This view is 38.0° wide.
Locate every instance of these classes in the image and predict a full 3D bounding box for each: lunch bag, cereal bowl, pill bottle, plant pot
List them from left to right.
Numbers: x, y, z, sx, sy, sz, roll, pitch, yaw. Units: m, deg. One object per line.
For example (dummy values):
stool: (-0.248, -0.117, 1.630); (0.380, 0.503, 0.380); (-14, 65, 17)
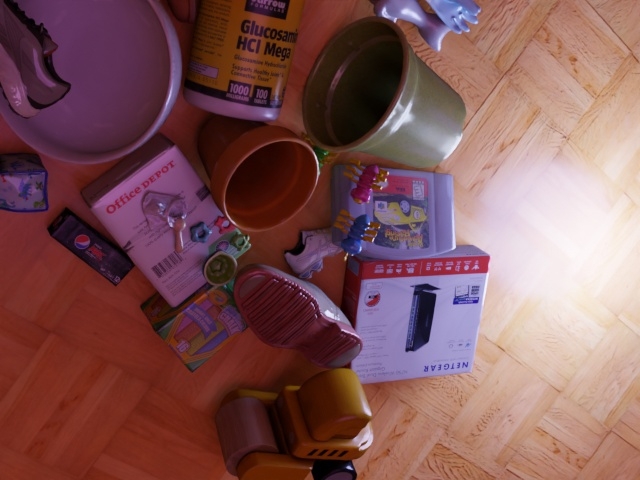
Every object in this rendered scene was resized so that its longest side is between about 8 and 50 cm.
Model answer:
lunch bag: (-0.566, -0.105, 1.648); (0.151, 0.129, 0.096); (-5, 109, -21)
cereal bowl: (-0.392, -0.306, 1.609); (0.339, 0.141, 0.338); (2, 103, 10)
plant pot: (-0.138, -0.151, 1.777); (0.205, 0.188, 0.205); (-22, 135, -23)
pill bottle: (-0.132, -0.399, 1.704); (0.188, 0.188, 0.333); (6, 106, -26)
plant pot: (0.148, -0.267, 1.862); (0.254, 0.276, 0.276); (22, 99, -40)

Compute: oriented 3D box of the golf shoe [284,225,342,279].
golf shoe: (0.000, 0.000, 1.988); (0.176, 0.069, 0.086); (-44, 115, -5)

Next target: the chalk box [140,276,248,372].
chalk box: (-0.232, 0.135, 1.891); (0.213, 0.132, 0.132); (-40, 120, -8)

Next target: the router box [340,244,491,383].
router box: (0.211, 0.167, 2.136); (0.336, 0.082, 0.301); (-3, 110, -24)

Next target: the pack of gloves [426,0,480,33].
pack of gloves: (0.292, -0.533, 1.853); (0.232, 0.046, 0.195); (33, 93, -43)

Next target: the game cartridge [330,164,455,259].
game cartridge: (0.162, -0.056, 2.004); (0.294, 0.060, 0.195); (2, 85, -26)

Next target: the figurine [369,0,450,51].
figurine: (0.220, -0.514, 1.889); (0.209, 0.092, 0.214); (25, 98, -34)

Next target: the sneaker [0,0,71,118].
sneaker: (-0.493, -0.340, 1.506); (0.108, 0.100, 0.271); (-22, 104, 4)

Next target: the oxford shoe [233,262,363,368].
oxford shoe: (-0.064, 0.138, 1.925); (0.140, 0.146, 0.397); (-37, 138, 8)

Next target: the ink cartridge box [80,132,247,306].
ink cartridge box: (-0.299, -0.040, 1.804); (0.198, 0.115, 0.272); (-38, 120, -8)

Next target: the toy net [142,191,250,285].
toy net: (-0.230, -0.020, 1.749); (0.122, 0.045, 0.232); (-48, 122, -3)

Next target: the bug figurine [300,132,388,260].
bug figurine: (0.014, -0.092, 1.895); (0.216, 0.279, 0.072); (-60, 163, -12)

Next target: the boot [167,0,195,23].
boot: (-0.347, -0.486, 1.625); (0.220, 0.109, 0.283); (-22, 126, -9)

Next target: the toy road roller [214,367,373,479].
toy road roller: (-0.038, 0.389, 1.996); (0.330, 0.202, 0.240); (11, 127, -29)

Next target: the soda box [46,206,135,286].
soda box: (-0.441, 0.012, 1.793); (0.060, 0.053, 0.169); (-48, 121, -3)
